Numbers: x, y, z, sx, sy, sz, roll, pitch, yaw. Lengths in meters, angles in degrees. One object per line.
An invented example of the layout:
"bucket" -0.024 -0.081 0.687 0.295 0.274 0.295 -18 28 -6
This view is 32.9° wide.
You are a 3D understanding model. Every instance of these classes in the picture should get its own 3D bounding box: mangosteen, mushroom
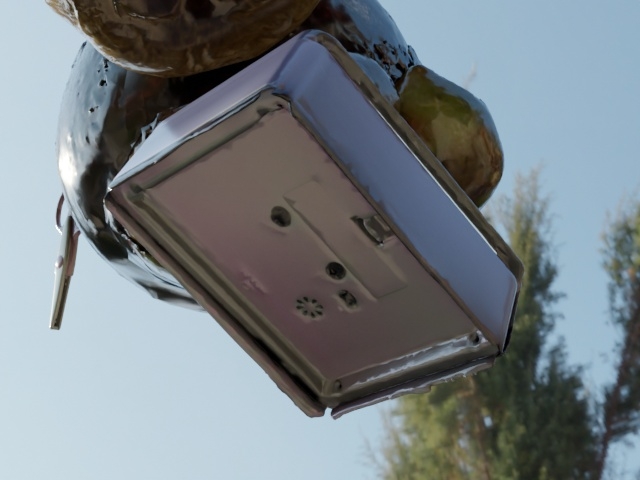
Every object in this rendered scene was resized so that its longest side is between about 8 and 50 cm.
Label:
"mangosteen" -0.048 -0.106 1.058 0.381 0.381 0.421 33 -20 -32
"mushroom" -0.085 -0.239 0.736 0.278 0.146 0.278 -5 -59 -8

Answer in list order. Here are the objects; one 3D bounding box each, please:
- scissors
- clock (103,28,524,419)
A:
"scissors" -0.308 0.022 1.317 0.022 0.176 0.085 13 -8 -42
"clock" -0.001 0.001 0.588 0.145 0.073 0.193 -24 -63 39
